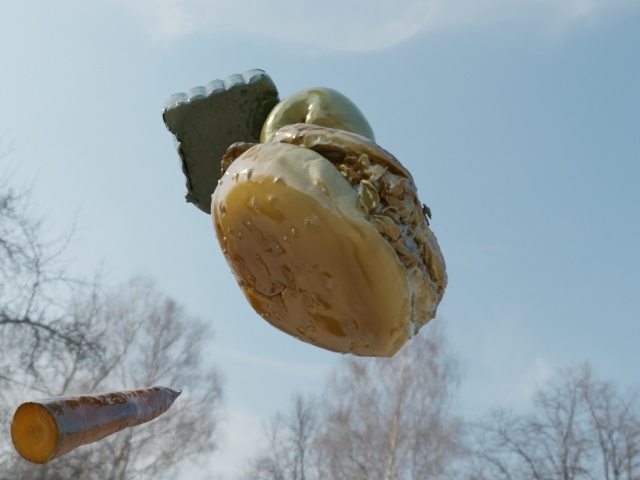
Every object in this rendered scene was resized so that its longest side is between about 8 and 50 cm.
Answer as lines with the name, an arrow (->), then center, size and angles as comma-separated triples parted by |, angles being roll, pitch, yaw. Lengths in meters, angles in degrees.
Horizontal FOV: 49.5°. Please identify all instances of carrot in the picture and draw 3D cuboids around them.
carrot -> -0.210, 0.174, 0.702 | 0.057, 0.057, 0.224 | 1, -4, 21

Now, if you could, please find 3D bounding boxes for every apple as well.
apple -> -0.005, -0.142, 1.101 | 0.200, 0.200, 0.200 | 11, -32, 7

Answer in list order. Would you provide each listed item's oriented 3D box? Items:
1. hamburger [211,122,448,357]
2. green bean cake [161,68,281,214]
hamburger -> 0.000, 0.000, 0.413 | 0.147, 0.083, 0.138 | 9, -54, 47
green bean cake -> -0.153, -0.168, 1.223 | 0.223, 0.125, 0.227 | -20, -68, -5
